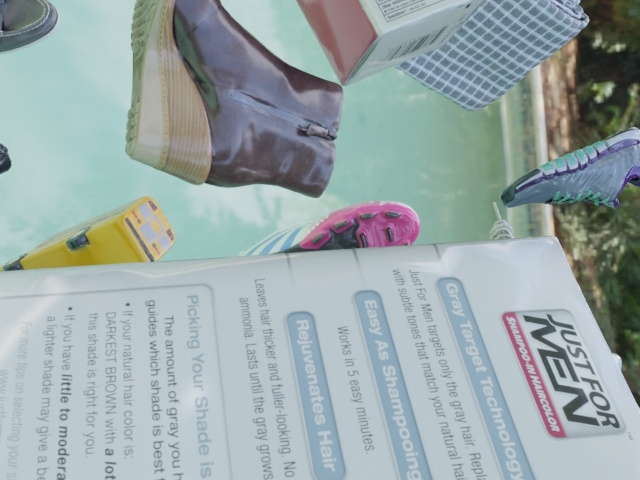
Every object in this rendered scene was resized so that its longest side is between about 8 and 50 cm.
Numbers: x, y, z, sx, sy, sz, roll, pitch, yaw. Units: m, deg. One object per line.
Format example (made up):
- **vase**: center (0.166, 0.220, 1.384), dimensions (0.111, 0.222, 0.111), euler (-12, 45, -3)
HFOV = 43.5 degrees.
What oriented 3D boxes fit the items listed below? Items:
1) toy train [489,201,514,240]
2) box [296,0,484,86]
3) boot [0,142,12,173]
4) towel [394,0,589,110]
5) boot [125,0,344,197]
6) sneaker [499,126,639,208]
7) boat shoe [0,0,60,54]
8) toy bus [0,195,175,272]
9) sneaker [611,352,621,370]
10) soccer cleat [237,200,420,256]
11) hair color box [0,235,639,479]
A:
- **toy train**: center (0.280, 0.076, 1.295), dimensions (0.143, 0.105, 0.248), euler (-33, 111, -55)
- **box**: center (0.047, -0.307, 0.843), dimensions (0.232, 0.148, 0.127), euler (62, -20, 5)
- **boot**: center (-0.722, -0.109, 1.643), dimensions (0.207, 0.094, 0.247), euler (-36, 121, -39)
- **towel**: center (0.212, -0.329, 1.175), dimensions (0.283, 0.235, 0.121), euler (22, 50, -28)
- **boot**: center (-0.075, -0.172, 0.777), dimensions (0.206, 0.090, 0.249), euler (7, 89, -29)
- **sneaker**: center (0.370, -0.077, 1.136), dimensions (0.083, 0.223, 0.098), euler (74, -8, -83)
- **boat shoe**: center (-0.623, -0.385, 1.365), dimensions (0.095, 0.335, 0.112), euler (80, 10, -75)
- **toy bus**: center (-0.435, 0.030, 1.467), dimensions (0.108, 0.332, 0.130), euler (61, 32, -18)
- **sneaker**: center (0.393, 0.236, 1.313), dimensions (0.240, 0.126, 0.091), euler (-25, 124, -39)
- **soccer cleat**: center (0.000, 0.000, 1.341), dimensions (0.143, 0.331, 0.116), euler (-99, 166, -64)
- **hair color box**: center (-0.033, 0.109, 0.412), dimensions (0.114, 0.374, 0.185), euler (98, -16, -47)
